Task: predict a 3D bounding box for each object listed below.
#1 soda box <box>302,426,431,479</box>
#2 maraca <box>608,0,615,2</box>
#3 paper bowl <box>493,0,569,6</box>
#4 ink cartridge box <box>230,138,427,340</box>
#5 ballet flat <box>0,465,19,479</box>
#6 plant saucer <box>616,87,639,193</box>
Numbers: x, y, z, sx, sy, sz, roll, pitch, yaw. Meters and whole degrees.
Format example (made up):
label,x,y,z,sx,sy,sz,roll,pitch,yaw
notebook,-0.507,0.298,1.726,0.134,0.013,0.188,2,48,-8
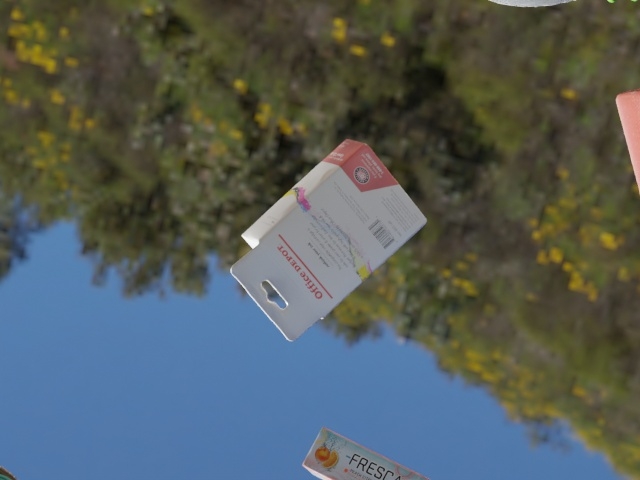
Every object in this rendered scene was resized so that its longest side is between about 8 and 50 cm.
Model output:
label,x,y,z,sx,sy,sz,roll,pitch,yaw
soda box,0.073,0.302,2.243,0.183,0.058,0.063,25,168,23
maraca,0.350,-0.382,2.239,0.185,0.127,0.099,45,170,-13
paper bowl,0.241,-0.389,1.987,0.284,0.284,0.148,12,-144,-8
ink cartridge box,0.000,0.000,1.907,0.115,0.198,0.067,51,170,-18
ballet flat,-0.457,0.312,2.295,0.316,0.107,0.106,52,164,-13
plant saucer,0.524,-0.111,2.241,0.259,0.258,0.048,-9,151,1
